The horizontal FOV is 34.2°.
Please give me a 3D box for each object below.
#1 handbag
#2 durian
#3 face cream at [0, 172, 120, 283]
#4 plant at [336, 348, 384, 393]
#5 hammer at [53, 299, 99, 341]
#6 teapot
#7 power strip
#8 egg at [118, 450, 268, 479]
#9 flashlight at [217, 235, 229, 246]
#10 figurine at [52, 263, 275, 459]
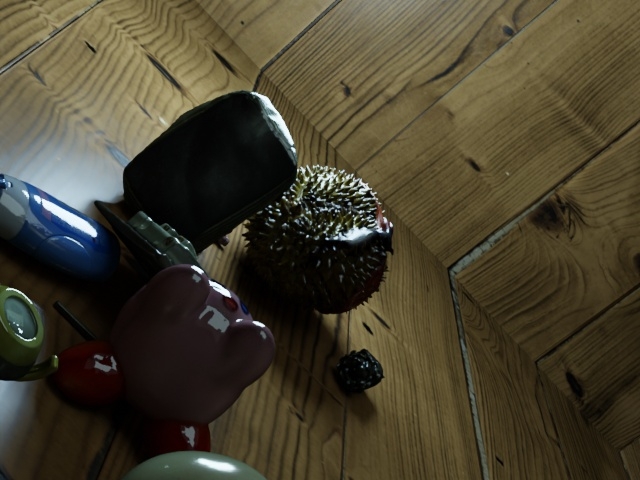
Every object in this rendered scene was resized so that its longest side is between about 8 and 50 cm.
[{"bbox_3d":[-0.205,-0.126,2.065,0.247,0.340,0.240,55,0,9],"label":"handbag"},{"bbox_3d":[0.001,0.004,2.305,0.384,0.347,0.348,49,11,-53],"label":"durian"},{"bbox_3d":[-0.434,-0.023,1.626,0.264,0.083,0.149,34,18,-42],"label":"face cream"},{"bbox_3d":[0.092,0.289,2.304,0.092,0.094,0.143,67,16,15],"label":"plant"},{"bbox_3d":[-0.303,0.196,1.609,0.292,0.029,0.058,46,16,-9],"label":"hammer"},{"bbox_3d":[-0.409,0.131,1.310,0.166,0.119,0.130,47,23,-41],"label":"teapot"},{"bbox_3d":[-0.247,0.045,1.746,0.257,0.092,0.251,33,-26,47],"label":"power strip"},{"bbox_3d":[-0.154,0.371,1.284,0.269,0.219,0.219,16,35,-36],"label":"egg"},{"bbox_3d":[-0.236,-0.031,2.238,0.110,0.031,0.052,45,17,-18],"label":"flashlight"},{"bbox_3d":[-0.215,0.168,1.546,0.269,0.261,0.211,40,2,-9],"label":"figurine"}]
